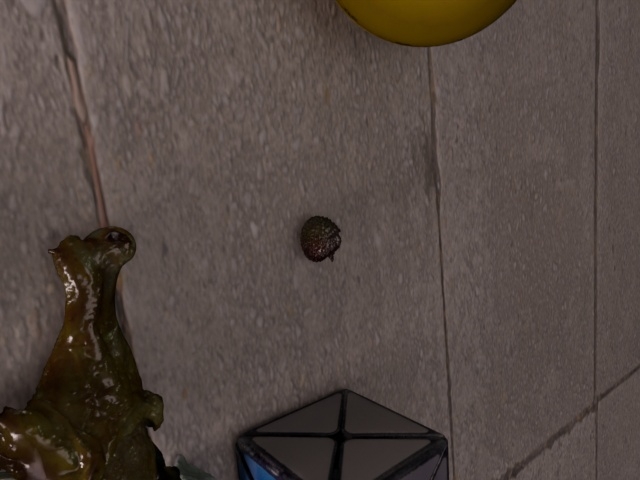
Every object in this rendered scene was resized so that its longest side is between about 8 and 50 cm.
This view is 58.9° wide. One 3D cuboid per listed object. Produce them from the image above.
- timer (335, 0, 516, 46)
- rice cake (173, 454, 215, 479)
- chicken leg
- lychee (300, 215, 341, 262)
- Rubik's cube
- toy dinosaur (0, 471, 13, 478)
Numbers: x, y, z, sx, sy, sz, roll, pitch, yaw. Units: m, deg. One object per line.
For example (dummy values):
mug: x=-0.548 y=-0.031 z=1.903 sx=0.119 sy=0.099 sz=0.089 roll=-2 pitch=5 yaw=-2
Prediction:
timer: x=0.163 y=-0.478 z=0.856 sx=0.387 sy=0.375 sz=0.377 roll=-76 pitch=150 yaw=-65
rice cake: x=-0.216 y=0.429 z=0.827 sx=0.069 sy=0.063 sz=0.207 roll=33 pitch=76 yaw=-39
chicken leg: x=-0.298 y=0.177 z=0.687 sx=0.211 sy=0.140 sz=0.362 roll=-21 pitch=100 yaw=-57
lychee: x=0.000 y=0.000 z=0.937 sx=0.083 sy=0.068 sz=0.067 roll=67 pitch=26 yaw=-4
Rubik's cube: x=0.041 y=0.427 z=0.912 sx=0.254 sy=0.260 sz=0.260 roll=-14 pitch=108 yaw=-36
toy dinosaur: x=-0.418 y=0.257 z=0.659 sx=0.180 sy=0.037 sz=0.058 roll=32 pitch=100 yaw=-30
